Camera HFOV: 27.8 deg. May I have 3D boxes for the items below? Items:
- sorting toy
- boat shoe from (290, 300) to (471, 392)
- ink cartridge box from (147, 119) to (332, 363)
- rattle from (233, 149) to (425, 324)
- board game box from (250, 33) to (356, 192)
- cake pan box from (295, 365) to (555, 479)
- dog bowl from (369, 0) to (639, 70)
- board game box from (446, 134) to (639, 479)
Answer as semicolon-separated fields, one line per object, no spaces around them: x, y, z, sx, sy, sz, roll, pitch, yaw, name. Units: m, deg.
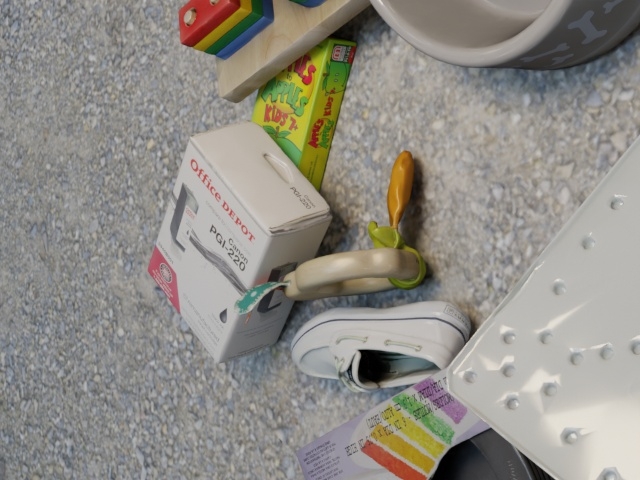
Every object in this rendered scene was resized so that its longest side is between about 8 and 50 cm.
-0.057;-0.321;1.368;0.255;0.089;0.257;-30;55;42;sorting toy
0.045;0.113;1.298;0.226;0.083;0.075;-20;33;44;boat shoe
-0.092;0.003;1.408;0.158;0.092;0.218;50;136;26;ink cartridge box
0.000;0.000;1.309;0.200;0.130;0.142;-10;94;30;rattle
-0.027;-0.142;1.413;0.092;0.043;0.181;29;111;42;board game box
0.116;0.260;1.202;0.267;0.070;0.245;-34;71;40;cake pan box
0.145;-0.310;1.124;0.349;0.102;0.348;26;126;42;dog bowl
0.343;0.062;0.900;0.390;0.050;0.390;-50;51;-3;board game box
